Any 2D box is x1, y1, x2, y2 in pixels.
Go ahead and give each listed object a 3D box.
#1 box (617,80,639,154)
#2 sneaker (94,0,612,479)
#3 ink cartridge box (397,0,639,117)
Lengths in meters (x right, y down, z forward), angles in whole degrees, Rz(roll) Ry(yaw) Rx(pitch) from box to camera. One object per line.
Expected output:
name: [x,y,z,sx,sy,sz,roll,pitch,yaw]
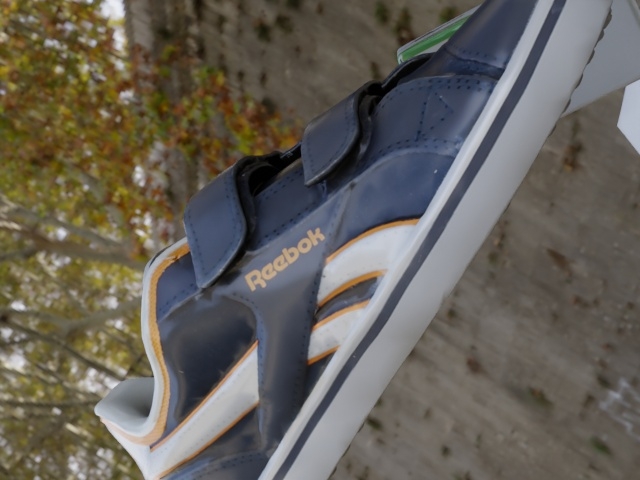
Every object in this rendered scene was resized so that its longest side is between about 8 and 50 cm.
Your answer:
box: [0.510,-0.121,1.177,0.345,0.215,0.168,-107,14,-52]
sneaker: [0.000,0.000,0.480,0.321,0.127,0.126,-58,-3,18]
ink cartridge box: [0.138,-0.133,0.764,0.153,0.087,0.208,-27,8,8]
